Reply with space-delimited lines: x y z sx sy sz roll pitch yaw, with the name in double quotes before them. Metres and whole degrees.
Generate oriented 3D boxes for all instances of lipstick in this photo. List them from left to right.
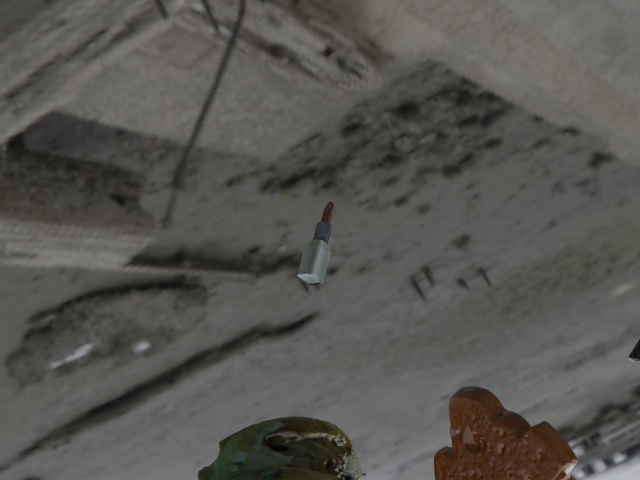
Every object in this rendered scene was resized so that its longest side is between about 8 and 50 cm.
"lipstick" 0.000 0.000 1.427 0.025 0.107 0.025 -8 146 39

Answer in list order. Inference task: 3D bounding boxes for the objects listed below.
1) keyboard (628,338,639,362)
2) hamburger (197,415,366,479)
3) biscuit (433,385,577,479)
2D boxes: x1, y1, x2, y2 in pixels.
"keyboard" 0.471 0.081 1.544 0.061 0.013 0.204 7 -129 50
"hamburger" -0.056 0.344 1.634 0.287 0.168 0.192 -12 136 -14
"biscuit" 0.219 0.337 1.464 0.043 0.284 0.306 -9 141 -39
